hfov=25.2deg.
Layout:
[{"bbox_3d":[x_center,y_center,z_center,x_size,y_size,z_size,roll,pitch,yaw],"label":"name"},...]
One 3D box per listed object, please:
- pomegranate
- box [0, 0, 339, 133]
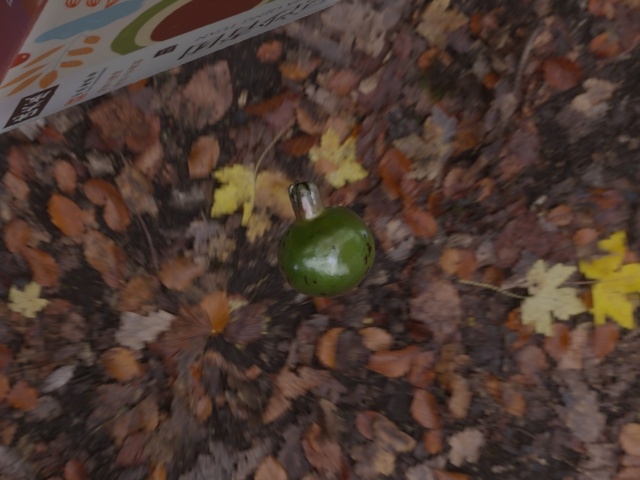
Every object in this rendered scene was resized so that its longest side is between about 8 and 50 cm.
[{"bbox_3d":[-0.003,0.003,1.037,0.084,0.073,0.073,37,84,-14],"label":"pomegranate"},{"bbox_3d":[-0.073,-0.223,0.930,0.344,0.385,0.122,-26,88,-26],"label":"box"}]
